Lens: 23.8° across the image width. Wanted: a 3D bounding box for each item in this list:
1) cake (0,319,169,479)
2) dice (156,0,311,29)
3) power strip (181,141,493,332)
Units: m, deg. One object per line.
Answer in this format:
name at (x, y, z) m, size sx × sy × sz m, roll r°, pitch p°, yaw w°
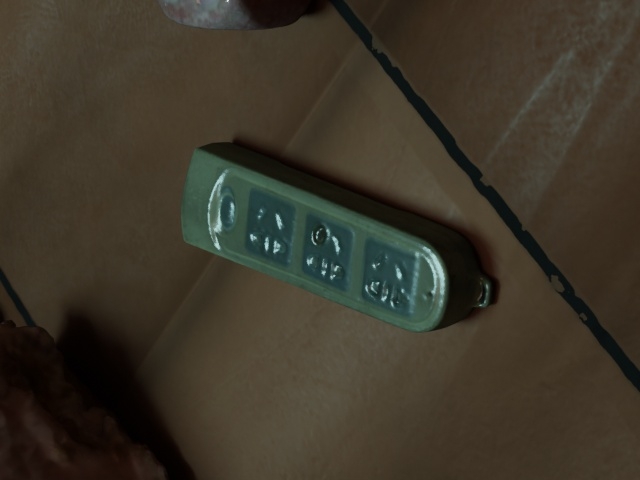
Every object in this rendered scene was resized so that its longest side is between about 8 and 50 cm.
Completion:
cake at (-0.300, 0.262, 1.283) m, size 0.314 × 0.307 × 0.293 m, roll 56°, pitch 130°, yaw 19°
dice at (-0.061, -0.201, 1.086) m, size 0.091 × 0.094 × 0.093 m, roll 15°, pitch 110°, yaw 38°
power strip at (0.002, 0.000, 1.108) m, size 0.286 × 0.048 × 0.080 m, roll 22°, pitch 116°, yaw 38°
